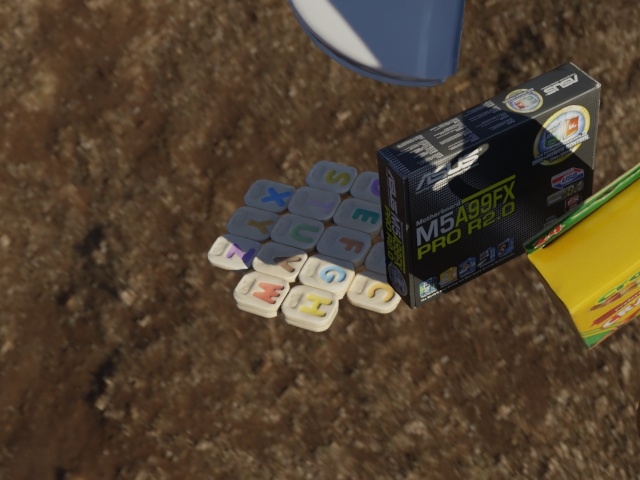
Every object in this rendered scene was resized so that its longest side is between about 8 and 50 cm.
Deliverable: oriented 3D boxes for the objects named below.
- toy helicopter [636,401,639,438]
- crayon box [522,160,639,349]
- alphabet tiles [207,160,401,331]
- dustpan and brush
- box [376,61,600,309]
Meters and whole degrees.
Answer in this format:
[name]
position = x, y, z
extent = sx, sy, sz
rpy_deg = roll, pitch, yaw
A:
[toy helicopter]
position = 0.246, -0.032, 0.584
extent = 0.140, 0.355, 0.235
rpy_deg = 29, 51, 36
[crayon box]
position = 0.331, 0.009, 1.397
extent = 0.202, 0.318, 0.081
rpy_deg = -37, 70, 6
[alphabet tiles]
position = 0.000, 0.000, 1.793
extent = 0.278, 0.021, 0.284
rpy_deg = 16, 51, 20
[dustpan and brush]
position = 0.000, -0.177, 0.843
extent = 0.211, 0.060, 0.147
rpy_deg = 8, 92, 20
[box]
position = 0.197, -0.062, 1.531
extent = 0.270, 0.216, 0.060
rpy_deg = -25, 48, -19
